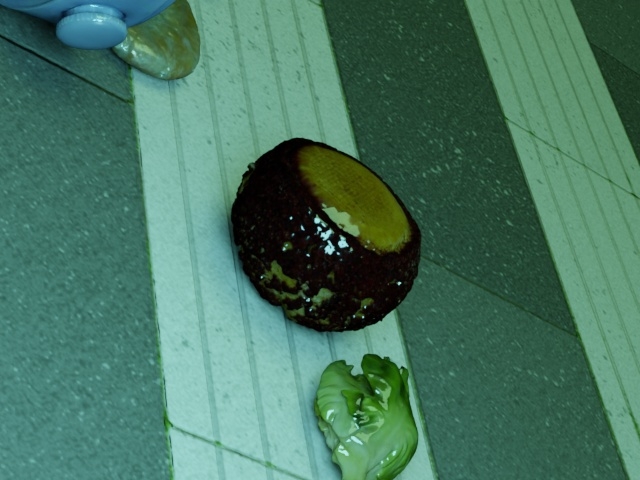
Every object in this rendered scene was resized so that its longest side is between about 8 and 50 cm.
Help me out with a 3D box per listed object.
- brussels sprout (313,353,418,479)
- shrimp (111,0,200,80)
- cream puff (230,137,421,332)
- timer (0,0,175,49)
[{"bbox_3d":[0.058,0.200,1.855,0.139,0.101,0.181,59,11,-17],"label":"brussels sprout"},{"bbox_3d":[-0.253,-0.333,2.139,0.168,0.077,0.317,-3,58,-52],"label":"shrimp"},{"bbox_3d":[0.000,0.000,1.951,0.239,0.165,0.239,31,29,-19],"label":"cream puff"},{"bbox_3d":[-0.264,-0.406,1.922,0.173,0.395,0.395,15,41,-45],"label":"timer"}]
